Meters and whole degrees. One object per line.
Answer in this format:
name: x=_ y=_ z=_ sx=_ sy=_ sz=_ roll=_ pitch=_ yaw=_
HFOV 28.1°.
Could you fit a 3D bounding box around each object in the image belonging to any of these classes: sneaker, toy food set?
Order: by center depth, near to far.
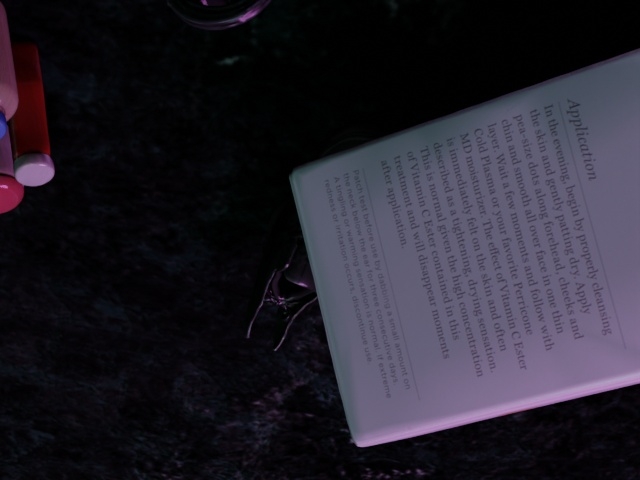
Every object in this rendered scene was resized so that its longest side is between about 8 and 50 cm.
toy food set: x=-0.229 y=-0.065 z=0.801 sx=0.111 sy=0.105 sz=0.232 roll=-3 pitch=146 yaw=-20
sneaker: x=-0.002 y=-0.001 z=0.894 sx=0.051 sy=0.089 sz=0.170 roll=22 pitch=138 yaw=-21

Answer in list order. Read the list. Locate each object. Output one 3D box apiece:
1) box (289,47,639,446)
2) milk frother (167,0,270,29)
box: x=0.193 y=-0.006 z=0.741 sx=0.345 sy=0.168 sz=0.215 roll=-17 pitch=170 yaw=24
milk frother: x=-0.049 y=-0.197 z=0.612 sx=0.129 sy=0.143 sz=0.134 roll=-17 pitch=139 yaw=35
